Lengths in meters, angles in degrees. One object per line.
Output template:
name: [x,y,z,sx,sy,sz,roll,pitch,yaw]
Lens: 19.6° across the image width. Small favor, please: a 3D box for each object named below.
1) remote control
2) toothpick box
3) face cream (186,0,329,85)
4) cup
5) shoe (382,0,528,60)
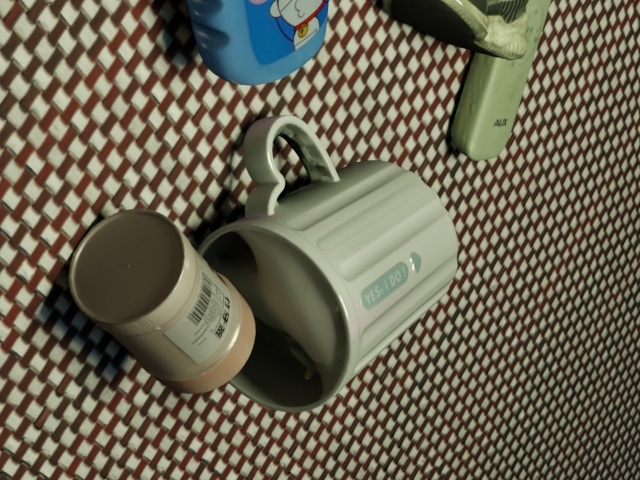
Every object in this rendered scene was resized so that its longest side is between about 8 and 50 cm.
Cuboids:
remote control: [0.196,-0.228,1.828,0.090,0.038,0.310,-7,118,-58]
toothpick box: [-0.122,0.050,1.450,0.098,0.098,0.149,-58,150,-12]
face cream: [-0.050,-0.245,1.355,0.149,0.083,0.264,-48,147,-34]
cup: [0.012,0.008,1.577,0.202,0.167,0.221,-33,141,-49]
shoe: [0.133,-0.234,1.669,0.227,0.099,0.112,20,88,-65]
